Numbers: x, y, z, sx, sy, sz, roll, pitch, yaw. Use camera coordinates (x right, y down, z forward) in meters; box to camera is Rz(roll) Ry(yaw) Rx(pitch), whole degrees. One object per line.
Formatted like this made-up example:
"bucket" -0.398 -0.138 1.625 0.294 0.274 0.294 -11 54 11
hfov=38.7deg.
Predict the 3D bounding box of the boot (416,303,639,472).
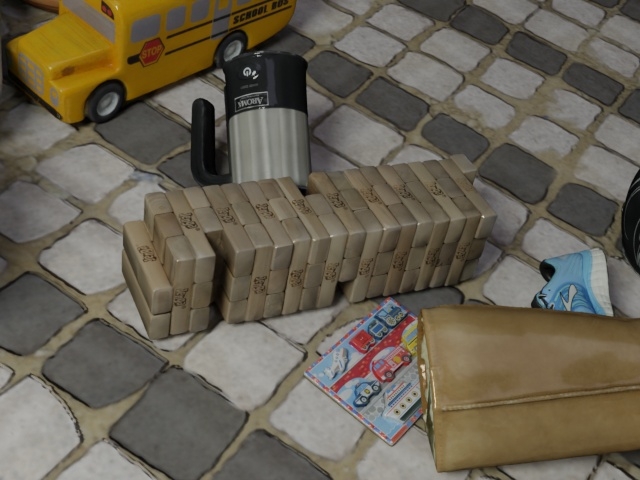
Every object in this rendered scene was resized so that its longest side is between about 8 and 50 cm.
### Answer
"boot" 0.220 0.163 0.729 0.269 0.089 0.236 -2 66 -4

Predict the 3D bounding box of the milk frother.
"milk frother" -0.047 -0.100 0.913 0.143 0.129 0.134 8 76 -49

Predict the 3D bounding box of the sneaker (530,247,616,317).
"sneaker" 0.234 0.075 0.853 0.073 0.063 0.162 -1 40 10

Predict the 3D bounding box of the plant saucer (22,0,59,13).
"plant saucer" -0.303 -0.331 1.103 0.200 0.037 0.200 8 44 -8

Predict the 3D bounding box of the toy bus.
"toy bus" -0.171 -0.246 0.989 0.108 0.130 0.333 39 49 22

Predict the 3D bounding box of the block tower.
"block tower" 0.000 0.000 0.820 0.335 0.091 0.097 -10 46 -24

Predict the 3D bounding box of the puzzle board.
"puzzle board" 0.061 0.108 0.791 0.096 0.011 0.128 36 48 20

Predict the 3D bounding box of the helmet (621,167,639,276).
"helmet" 0.396 -0.029 0.914 0.169 0.161 0.169 8 45 -8

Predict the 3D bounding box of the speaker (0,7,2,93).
"speaker" -0.386 -0.227 0.914 0.131 0.131 0.296 -2 47 -18
